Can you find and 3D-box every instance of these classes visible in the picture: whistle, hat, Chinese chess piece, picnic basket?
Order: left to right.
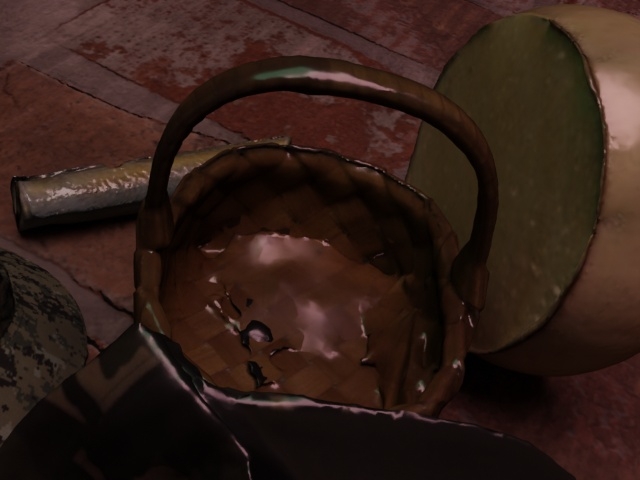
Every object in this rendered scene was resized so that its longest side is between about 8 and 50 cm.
[{"bbox_3d":[-0.322,0.043,0.616,0.265,0.128,0.266,8,40,-7],"label":"hat"},{"bbox_3d":[-0.158,-0.062,0.831,0.326,0.057,0.068,-11,52,-28],"label":"whistle"},{"bbox_3d":[-0.015,0.252,0.452,0.381,0.257,0.366,23,47,-25],"label":"hat"},{"bbox_3d":[0.000,0.000,0.625,0.292,0.337,0.337,11,42,-7],"label":"picnic basket"},{"bbox_3d":[0.205,-0.045,0.722,0.140,0.338,0.338,7,42,-21],"label":"Chinese chess piece"}]
